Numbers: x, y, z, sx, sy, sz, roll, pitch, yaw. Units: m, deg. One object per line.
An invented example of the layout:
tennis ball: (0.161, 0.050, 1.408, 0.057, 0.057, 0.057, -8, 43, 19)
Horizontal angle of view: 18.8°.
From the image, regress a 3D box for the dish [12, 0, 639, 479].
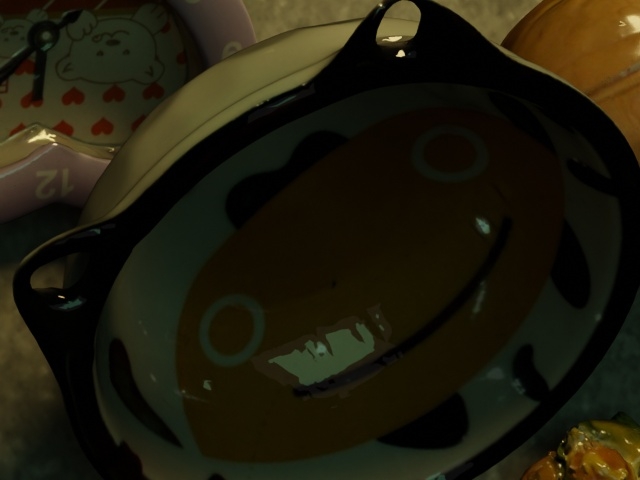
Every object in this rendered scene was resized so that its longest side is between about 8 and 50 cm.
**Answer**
dish: (0.000, 0.000, 0.876, 0.303, 0.120, 0.303, -13, 132, -15)

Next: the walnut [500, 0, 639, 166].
walnut: (0.179, -0.068, 0.982, 0.207, 0.167, 0.167, -21, 94, -24)

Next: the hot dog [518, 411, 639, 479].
hot dog: (0.182, 0.218, 1.006, 0.115, 0.072, 0.269, -30, 98, -17)

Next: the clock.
clock: (-0.126, -0.094, 0.874, 0.198, 0.064, 0.172, -8, 121, -26)
